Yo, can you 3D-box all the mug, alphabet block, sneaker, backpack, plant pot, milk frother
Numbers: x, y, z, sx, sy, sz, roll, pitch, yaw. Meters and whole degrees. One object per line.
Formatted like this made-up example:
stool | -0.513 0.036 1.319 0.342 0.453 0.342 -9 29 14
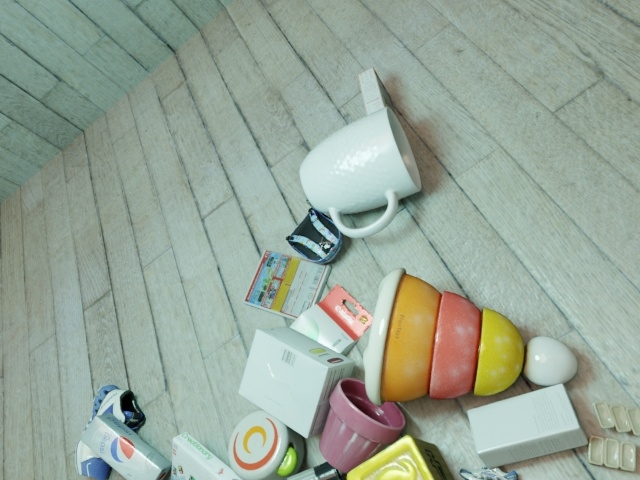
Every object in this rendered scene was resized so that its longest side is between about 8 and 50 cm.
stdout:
mug | 0.121 -0.183 1.616 0.328 0.276 0.374 -21 61 20
alphabet block | 0.209 0.594 1.212 0.192 0.197 0.193 -38 53 10
sneaker | -0.714 0.652 1.791 0.182 0.127 0.316 -11 60 29
backpack | 0.000 0.000 1.696 0.158 0.117 0.173 -51 51 -2
plant pot | 0.093 0.491 1.354 0.201 0.201 0.180 36 103 39
milk frother | 0.000 0.663 1.340 0.134 0.129 0.143 -22 47 -3
sneaker | 0.396 0.550 1.221 0.135 0.052 0.058 4 58 25

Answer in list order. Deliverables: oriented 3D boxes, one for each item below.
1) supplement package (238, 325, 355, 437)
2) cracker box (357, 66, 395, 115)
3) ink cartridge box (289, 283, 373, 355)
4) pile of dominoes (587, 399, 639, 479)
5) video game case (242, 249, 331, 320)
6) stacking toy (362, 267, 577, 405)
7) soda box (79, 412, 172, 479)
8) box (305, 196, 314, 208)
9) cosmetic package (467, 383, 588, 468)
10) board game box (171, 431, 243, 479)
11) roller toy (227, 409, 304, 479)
supplement package | -0.069 0.387 1.470 0.261 0.145 0.204 21 97 33
cracker box | 0.204 -0.453 1.781 0.067 0.155 0.232 -21 58 20
ink cartridge box | 0.027 0.262 1.573 0.181 0.056 0.225 41 92 30
pile of dominoes | 0.705 0.458 1.097 0.251 0.040 0.196 4 68 24
video game case | -0.116 0.151 1.749 0.285 0.025 0.204 12 73 35
stacking toy | 0.363 0.273 1.267 0.479 0.351 0.351 10 71 16
soda box | -0.622 0.678 1.670 0.286 0.098 0.091 33 84 13
box | -0.006 -0.201 1.840 0.054 0.059 0.169 -4 64 31
cosmetic package | 0.469 0.427 1.193 0.231 0.085 0.117 -24 34 21
board game box | -0.324 0.717 1.508 0.305 0.053 0.193 21 112 37
roller toy | -0.150 0.587 1.468 0.191 0.146 0.209 -28 46 9
